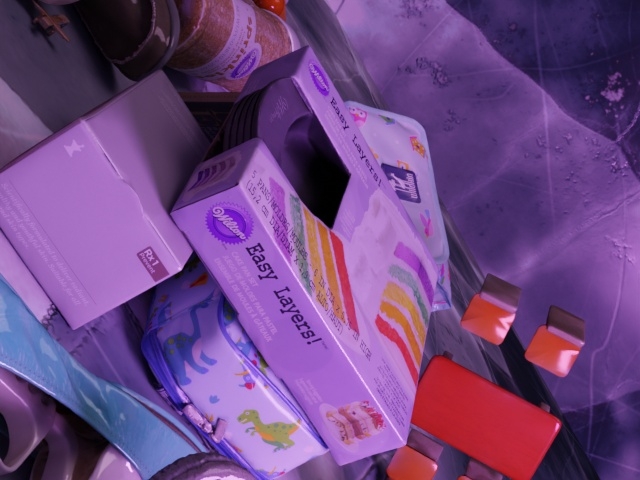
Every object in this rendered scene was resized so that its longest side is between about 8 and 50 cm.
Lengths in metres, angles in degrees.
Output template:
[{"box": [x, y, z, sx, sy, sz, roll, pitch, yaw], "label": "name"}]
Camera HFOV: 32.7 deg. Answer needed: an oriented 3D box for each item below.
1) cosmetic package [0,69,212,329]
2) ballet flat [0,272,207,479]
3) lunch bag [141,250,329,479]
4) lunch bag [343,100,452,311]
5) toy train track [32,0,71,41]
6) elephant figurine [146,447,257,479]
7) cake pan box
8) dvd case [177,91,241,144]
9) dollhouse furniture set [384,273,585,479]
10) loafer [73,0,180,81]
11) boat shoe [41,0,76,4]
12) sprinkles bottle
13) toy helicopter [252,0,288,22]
[{"box": [-0.152, -0.042, 0.840, 0.127, 0.107, 0.238, 58, 16, -10], "label": "cosmetic package"}, {"box": [-0.154, 0.103, 0.605, 0.247, 0.083, 0.087, 50, 41, -36], "label": "ballet flat"}, {"box": [-0.064, 0.085, 0.914, 0.176, 0.090, 0.219, 52, 15, -28], "label": "lunch bag"}, {"box": [0.077, -0.034, 1.404, 0.262, 0.160, 0.223, 56, 25, -65], "label": "lunch bag"}, {"box": [-0.248, -0.200, 1.009, 0.048, 0.014, 0.083, 50, 9, -10], "label": "toy train track"}, {"box": [-0.077, 0.190, 0.547, 0.239, 0.169, 0.186, 46, -17, 7], "label": "elephant figurine"}, {"box": [0.000, 0.000, 0.882, 0.267, 0.070, 0.246, 59, 25, -22], "label": "cake pan box"}, {"box": [-0.058, -0.098, 1.145, 0.164, 0.221, 0.018, 48, 59, -42], "label": "dvd case"}, {"box": [0.121, 0.162, 1.154, 0.259, 0.262, 0.135, 27, 13, 8], "label": "dollhouse furniture set"}, {"box": [-0.225, -0.265, 1.096, 0.087, 0.094, 0.251, 17, 38, -58], "label": "loafer"}, {"box": [-0.271, -0.368, 0.939, 0.097, 0.116, 0.324, -128, -161, -53], "label": "boat shoe"}, {"box": [-0.129, -0.250, 1.322, 0.121, 0.121, 0.355, 62, 14, 8], "label": "sprinkles bottle"}, {"box": [-0.118, -0.407, 1.517, 0.235, 0.140, 0.355, 71, 18, 0], "label": "toy helicopter"}]
